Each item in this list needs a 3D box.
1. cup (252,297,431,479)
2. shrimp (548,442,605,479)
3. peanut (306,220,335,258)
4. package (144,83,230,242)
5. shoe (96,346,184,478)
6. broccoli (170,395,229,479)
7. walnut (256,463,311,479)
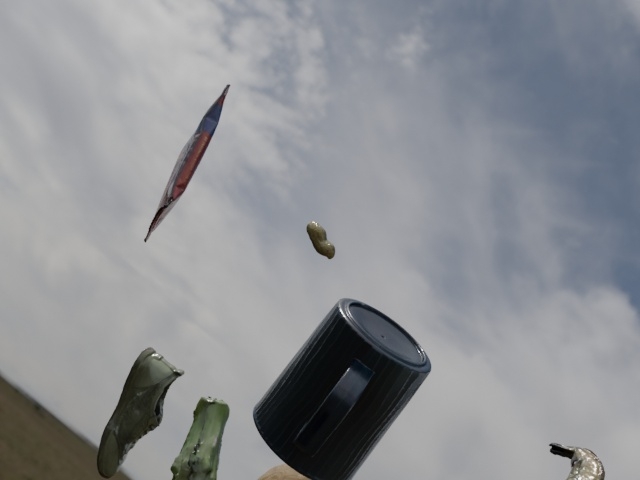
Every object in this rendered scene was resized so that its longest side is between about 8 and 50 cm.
[{"bbox_3d":[0.026,0.144,0.965,0.113,0.138,0.150,29,16,-24],"label":"cup"},{"bbox_3d":[0.439,0.484,2.127,0.198,0.262,0.051,-78,144,-70],"label":"shrimp"},{"bbox_3d":[0.000,0.000,2.011,0.083,0.037,0.037,56,-16,10],"label":"peanut"},{"bbox_3d":[-0.152,-0.091,1.213,0.022,0.200,0.083,30,-37,-12],"label":"package"},{"bbox_3d":[-0.368,0.356,2.134,0.098,0.275,0.103,24,1,10],"label":"shoe"},{"bbox_3d":[-0.214,0.404,1.799,0.145,0.304,0.165,-12,-42,31],"label":"broccoli"},{"bbox_3d":[-0.033,0.491,1.879,0.195,0.221,0.195,-16,90,-79],"label":"walnut"}]
